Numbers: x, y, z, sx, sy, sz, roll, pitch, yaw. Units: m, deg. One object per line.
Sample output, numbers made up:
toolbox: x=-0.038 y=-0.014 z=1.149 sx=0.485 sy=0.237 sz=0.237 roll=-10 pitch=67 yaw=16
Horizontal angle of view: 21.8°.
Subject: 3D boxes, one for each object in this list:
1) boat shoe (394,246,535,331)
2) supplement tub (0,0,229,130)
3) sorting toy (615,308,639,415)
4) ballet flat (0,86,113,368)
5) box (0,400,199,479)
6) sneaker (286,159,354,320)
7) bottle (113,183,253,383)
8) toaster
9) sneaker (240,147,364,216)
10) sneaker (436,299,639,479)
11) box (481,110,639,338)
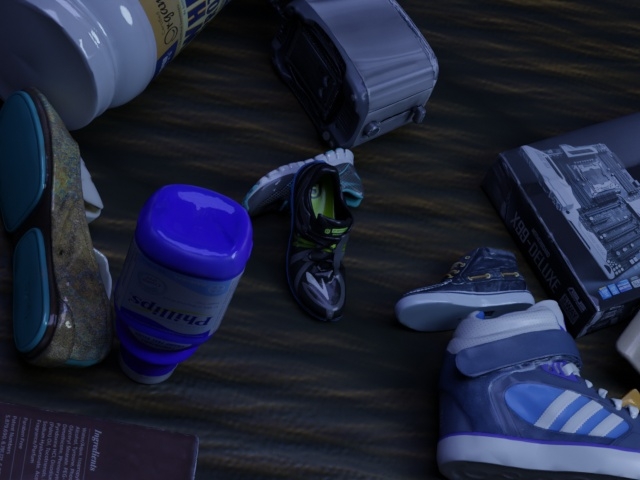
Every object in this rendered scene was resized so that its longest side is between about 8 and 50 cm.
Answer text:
boat shoe: x=0.162 y=0.056 z=1.972 sx=0.183 sy=0.065 sz=0.083 roll=-1 pitch=55 yaw=-26
supplement tub: x=-0.251 y=-0.298 z=1.964 sx=0.228 sy=0.228 sz=0.316 roll=34 pitch=54 yaw=6
sorting toy: x=0.467 y=0.133 z=1.979 sx=0.196 sy=0.047 sz=0.348 roll=46 pitch=65 yaw=-9
ballet flat: x=-0.290 y=-0.010 z=1.842 sx=0.123 sy=0.123 sz=0.349 roll=0 pitch=57 yaw=-19
box: x=-0.239 y=0.280 z=1.616 sx=0.203 sy=0.168 sz=0.167 roll=11 pitch=54 yaw=-10
sneaker: x=0.000 y=0.000 z=1.921 sx=0.067 sy=0.078 sz=0.188 roll=-1 pitch=86 yaw=-20
bottle: x=-0.154 y=0.055 z=1.723 sx=0.118 sy=0.283 sz=0.092 roll=18 pitch=53 yaw=-7
toaster: x=0.041 y=-0.227 z=2.080 sx=0.146 sy=0.129 sz=0.227 roll=-17 pitch=60 yaw=-32
sneaker: x=-0.016 y=-0.054 z=1.985 sx=0.166 sy=0.065 sz=0.076 roll=-21 pitch=71 yaw=-27
sneaker: x=0.293 y=0.171 z=1.865 sx=0.322 sy=0.130 sz=0.236 roll=7 pitch=61 yaw=6
box: x=0.393 y=-0.033 z=2.096 sx=0.307 sy=0.076 sz=0.242 roll=-16 pitch=65 yaw=-26
